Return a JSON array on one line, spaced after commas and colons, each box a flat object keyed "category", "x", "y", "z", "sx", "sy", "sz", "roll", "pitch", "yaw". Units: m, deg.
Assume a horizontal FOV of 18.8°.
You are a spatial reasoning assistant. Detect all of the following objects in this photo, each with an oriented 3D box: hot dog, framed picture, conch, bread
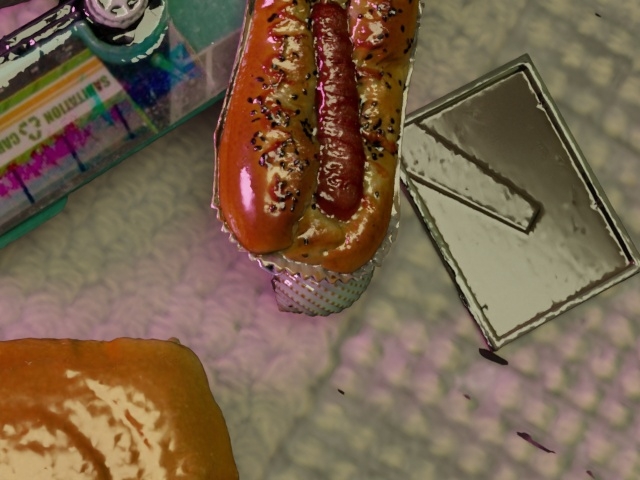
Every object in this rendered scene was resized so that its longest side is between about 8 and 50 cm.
[{"category": "hot dog", "x": 0.000, "y": -0.073, "z": 1.043, "sx": 0.108, "sy": 0.059, "sz": 0.191, "roll": 9, "pitch": 82, "yaw": -18}, {"category": "framed picture", "x": 0.112, "y": -0.023, "z": 1.143, "sx": 0.109, "sy": 0.011, "sz": 0.149, "roll": -27, "pitch": 85, "yaw": -14}, {"category": "conch", "x": -0.001, "y": 0.002, "z": 1.097, "sx": 0.076, "sy": 0.056, "sz": 0.085, "roll": 38, "pitch": 70, "yaw": 12}, {"category": "bread", "x": -0.167, "y": 0.140, "z": 1.011, "sx": 0.245, "sy": 0.121, "sz": 0.174, "roll": -5, "pitch": 80, "yaw": -13}]

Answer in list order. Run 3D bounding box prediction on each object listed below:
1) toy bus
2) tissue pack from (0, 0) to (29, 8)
[{"category": "toy bus", "x": -0.151, "y": -0.078, "z": 1.063, "sx": 0.261, "sy": 0.091, "sz": 0.109, "roll": -33, "pitch": 109, "yaw": -12}, {"category": "tissue pack", "x": -0.185, "y": -0.266, "z": 1.075, "sx": 0.159, "sy": 0.145, "sz": 0.229, "roll": -38, "pitch": 87, "yaw": 29}]
